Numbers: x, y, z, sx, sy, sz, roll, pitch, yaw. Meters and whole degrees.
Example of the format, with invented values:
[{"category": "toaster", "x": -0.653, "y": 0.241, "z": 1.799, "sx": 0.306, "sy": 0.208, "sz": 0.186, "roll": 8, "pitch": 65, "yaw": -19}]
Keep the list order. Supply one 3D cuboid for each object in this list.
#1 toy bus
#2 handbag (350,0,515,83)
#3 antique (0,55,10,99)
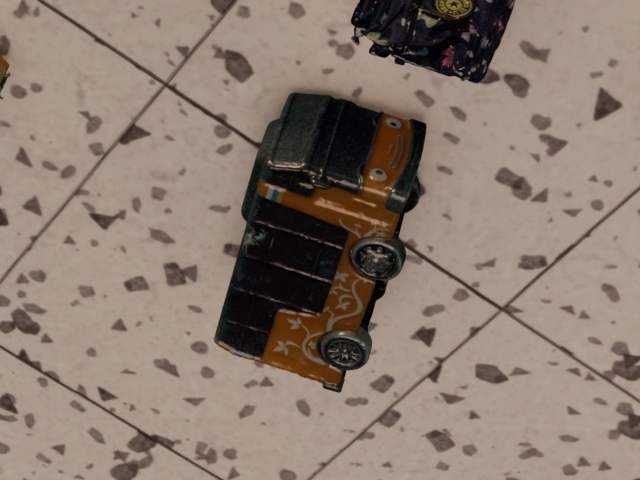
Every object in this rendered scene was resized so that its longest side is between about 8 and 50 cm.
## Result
[{"category": "toy bus", "x": 0.000, "y": 0.000, "z": 2.087, "sx": 0.194, "sy": 0.162, "sz": 0.323, "roll": 17, "pitch": 131, "yaw": 0}, {"category": "handbag", "x": 0.129, "y": -0.277, "z": 1.873, "sx": 0.162, "sy": 0.113, "sz": 0.260, "roll": 21, "pitch": 137, "yaw": 2}, {"category": "antique", "x": -0.456, "y": -0.184, "z": 2.032, "sx": 0.147, "sy": 0.148, "sz": 0.152, "roll": -29, "pitch": 117, "yaw": 28}]
